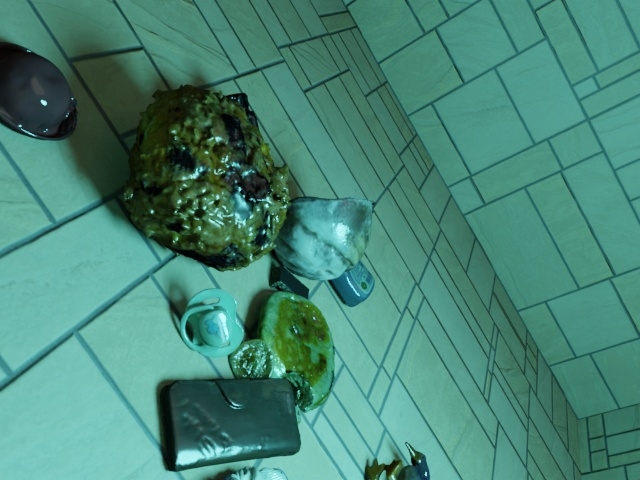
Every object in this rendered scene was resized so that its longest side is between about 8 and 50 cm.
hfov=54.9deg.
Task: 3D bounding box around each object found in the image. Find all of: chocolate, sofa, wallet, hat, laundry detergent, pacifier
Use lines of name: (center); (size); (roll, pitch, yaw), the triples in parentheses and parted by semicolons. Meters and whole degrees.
chocolate: (0.000, 0.000, 1.636); (0.303, 0.303, 0.212); (5, 83, -59)
sofa: (-0.080, 0.123, 1.608); (0.118, 0.039, 0.060); (43, 33, -33)
wallet: (-0.167, 0.352, 1.209); (0.310, 0.042, 0.165); (11, 61, -43)
hat: (-0.525, -0.280, 1.132); (0.205, 0.089, 0.205); (41, 35, -38)
laundry detergent: (0.045, 0.054, 1.836); (0.289, 0.094, 0.143); (53, 35, -13)
pacifier: (-0.229, 0.167, 1.278); (0.116, 0.127, 0.150); (-143, -146, -68)

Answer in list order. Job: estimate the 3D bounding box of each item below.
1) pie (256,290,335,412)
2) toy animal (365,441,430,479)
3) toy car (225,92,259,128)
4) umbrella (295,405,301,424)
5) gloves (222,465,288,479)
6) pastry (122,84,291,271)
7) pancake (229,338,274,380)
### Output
pie: (-0.057, 0.259, 1.497); (0.302, 0.067, 0.302); (39, 36, -35)
toy animal: (0.207, 0.650, 1.564); (0.185, 0.122, 0.298); (52, 31, -22)
toy car: (-0.249, -0.271, 1.571); (0.301, 0.118, 0.193); (-44, 125, -65)
umbrella: (-0.088, 0.397, 1.349); (0.067, 0.062, 0.143); (38, 23, 18)
gloves: (-0.142, 0.484, 1.136); (0.229, 0.097, 0.119); (14, 50, -61)
pastry: (-0.237, -0.112, 1.278); (0.405, 0.293, 0.337); (61, 37, -26)
pancake: (-0.146, 0.268, 1.345); (0.108, 0.017, 0.108); (5, 73, -18)
